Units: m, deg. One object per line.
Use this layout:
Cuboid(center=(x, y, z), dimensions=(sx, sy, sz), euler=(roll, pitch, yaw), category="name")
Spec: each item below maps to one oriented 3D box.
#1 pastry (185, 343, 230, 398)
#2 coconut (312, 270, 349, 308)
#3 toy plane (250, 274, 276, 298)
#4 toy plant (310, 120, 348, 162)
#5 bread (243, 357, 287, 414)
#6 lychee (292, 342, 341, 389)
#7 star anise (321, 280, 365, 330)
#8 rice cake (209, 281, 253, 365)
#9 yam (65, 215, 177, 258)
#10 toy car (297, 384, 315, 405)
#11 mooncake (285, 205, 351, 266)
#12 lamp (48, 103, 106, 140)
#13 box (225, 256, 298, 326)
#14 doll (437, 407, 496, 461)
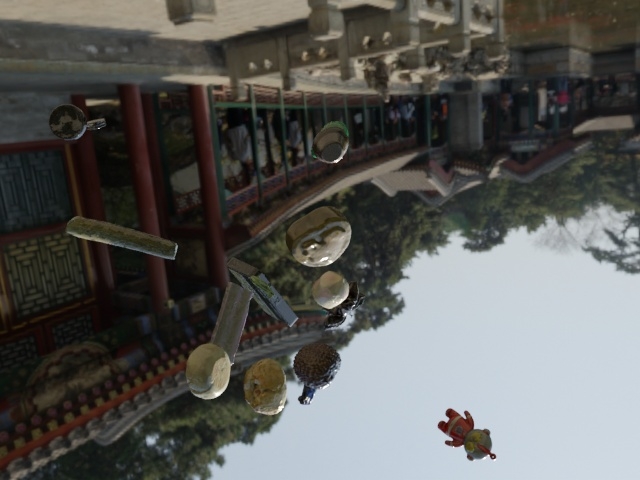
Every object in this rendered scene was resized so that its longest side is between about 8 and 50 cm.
Cuboid(center=(-0.319, 0.377, 1.597), dimensions=(0.092, 0.156, 0.156), euler=(3, -166, 25), category="pastry")
Cuboid(center=(0.038, 0.148, 1.721), dimensions=(0.110, 0.110, 0.124), euler=(-18, 165, -46), category="coconut")
Cuboid(center=(-0.197, 0.159, 1.914), dimensions=(0.040, 0.111, 0.102), euler=(-43, 175, -25), category="toy plane")
Cuboid(center=(0.029, -0.307, 1.746), dimensions=(0.143, 0.105, 0.200), euler=(-43, -160, 19), category="toy plant")
Cuboid(center=(-0.252, 0.641, 2.418), dimensions=(0.134, 0.244, 0.244), euler=(1, -176, -42), category="bread")
Cuboid(center=(-0.014, 0.472, 2.091), dimensions=(0.188, 0.188, 0.188), euler=(-5, -168, 1), category="lychee")
Cuboid(center=(0.099, 0.298, 2.448), dimensions=(0.283, 0.129, 0.212), euler=(-42, 176, -42), category="star anise")
Cuboid(center=(-0.333, 0.307, 2.036), dimensions=(0.106, 0.297, 0.050), euler=(24, 158, -23), category="rice cake")
Cuboid(center=(-0.685, -0.009, 1.918), dimensions=(0.372, 0.083, 0.083), euler=(16, -173, -14), category="yam")
Cuboid(center=(-0.039, 0.586, 2.275), dimensions=(0.063, 0.103, 0.216), euler=(20, -148, -1), category="toy car")
Cuboid(center=(0.000, 0.000, 1.996), dimensions=(0.235, 0.234, 0.117), euler=(-10, -139, -23), category="mooncake")
Cuboid(center=(-0.781, -0.409, 1.824), dimensions=(0.130, 0.108, 0.371), euler=(-13, -161, 3), category="lamp")
Cuboid(center=(-0.245, 0.217, 2.318), dimensions=(0.211, 0.350, 0.058), euler=(22, -116, 46), category="box")
Cuboid(center=(0.512, 0.682, 1.911), dimensions=(0.076, 0.142, 0.245), euler=(34, 178, -33), category="doll")
